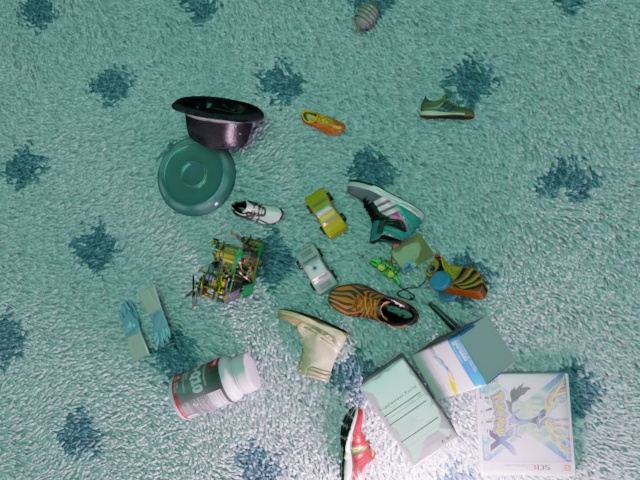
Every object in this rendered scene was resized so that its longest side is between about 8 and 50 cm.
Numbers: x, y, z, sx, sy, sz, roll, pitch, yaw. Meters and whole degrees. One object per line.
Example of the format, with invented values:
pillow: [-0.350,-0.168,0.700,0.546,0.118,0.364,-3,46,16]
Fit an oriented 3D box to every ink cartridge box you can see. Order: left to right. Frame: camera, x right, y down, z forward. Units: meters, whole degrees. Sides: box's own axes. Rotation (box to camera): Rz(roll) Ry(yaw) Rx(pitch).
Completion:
ink cartridge box: [0.450,0.376,1.645,0.171,0.232,0.168,-21,76,-38]

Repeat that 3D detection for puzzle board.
puzzle board: [0.324,0.046,1.833,0.128,0.011,0.096,-32,83,0]

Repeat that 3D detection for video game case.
video game case: [0.673,0.603,1.708,0.300,0.036,0.329,-2,83,8]

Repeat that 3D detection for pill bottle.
pill bottle: [-0.369,0.504,1.811,0.283,0.161,0.161,-23,81,5]

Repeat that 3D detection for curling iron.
curling iron: [0.465,0.319,1.772,0.068,0.035,0.274,-39,80,2]

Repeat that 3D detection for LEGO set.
LEGO set: [-0.346,0.087,1.797,0.192,0.331,0.255,16,106,12]

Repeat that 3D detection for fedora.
fedora: [-0.378,-0.426,1.901,0.334,0.334,0.153,12,116,10]

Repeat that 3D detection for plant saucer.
plant saucer: [-0.483,-0.252,1.977,0.317,0.044,0.318,-1,84,9]

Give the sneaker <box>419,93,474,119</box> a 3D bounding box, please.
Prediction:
sneaker: [0.456,-0.483,1.851,0.192,0.064,0.086,4,89,12]

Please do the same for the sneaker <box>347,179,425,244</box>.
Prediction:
sneaker: [0.198,-0.080,1.820,0.295,0.124,0.178,27,79,9]

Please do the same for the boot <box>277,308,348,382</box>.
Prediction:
boot: [-0.057,0.366,1.818,0.262,0.095,0.203,21,88,6]

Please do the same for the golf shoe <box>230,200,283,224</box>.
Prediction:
golf shoe: [-0.237,-0.105,1.898,0.198,0.094,0.077,6,83,8]

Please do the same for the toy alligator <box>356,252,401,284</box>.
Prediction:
toy alligator: [0.217,0.084,1.825,0.189,0.056,0.051,37,90,11]

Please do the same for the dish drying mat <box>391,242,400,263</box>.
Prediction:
dish drying mat: [0.270,0.042,1.847,0.032,0.008,0.083,3,84,9]

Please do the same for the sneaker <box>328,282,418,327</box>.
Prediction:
sneaker: [0.177,0.216,1.753,0.321,0.180,0.125,10,85,9]

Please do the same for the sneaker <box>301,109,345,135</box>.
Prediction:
sneaker: [0.007,-0.435,1.913,0.175,0.067,0.064,17,84,8]

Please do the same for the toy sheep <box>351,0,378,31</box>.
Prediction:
toy sheep: [0.167,-0.835,1.928,0.091,0.091,0.132,31,94,11]

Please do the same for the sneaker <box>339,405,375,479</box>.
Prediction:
sneaker: [0.131,0.705,1.761,0.118,0.107,0.279,5,87,-10]

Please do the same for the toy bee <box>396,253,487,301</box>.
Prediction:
toy bee: [0.416,0.113,1.743,0.298,0.195,0.162,9,60,20]

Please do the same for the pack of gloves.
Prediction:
pack of gloves: [-0.655,0.312,1.947,0.195,0.046,0.232,-26,77,16]

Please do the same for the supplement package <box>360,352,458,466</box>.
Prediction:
supplement package: [0.286,0.546,1.700,0.175,0.177,0.293,-36,79,3]

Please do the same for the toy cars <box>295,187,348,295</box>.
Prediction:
toy cars: [0.000,0.000,1.852,0.176,0.087,0.394,8,85,10]
